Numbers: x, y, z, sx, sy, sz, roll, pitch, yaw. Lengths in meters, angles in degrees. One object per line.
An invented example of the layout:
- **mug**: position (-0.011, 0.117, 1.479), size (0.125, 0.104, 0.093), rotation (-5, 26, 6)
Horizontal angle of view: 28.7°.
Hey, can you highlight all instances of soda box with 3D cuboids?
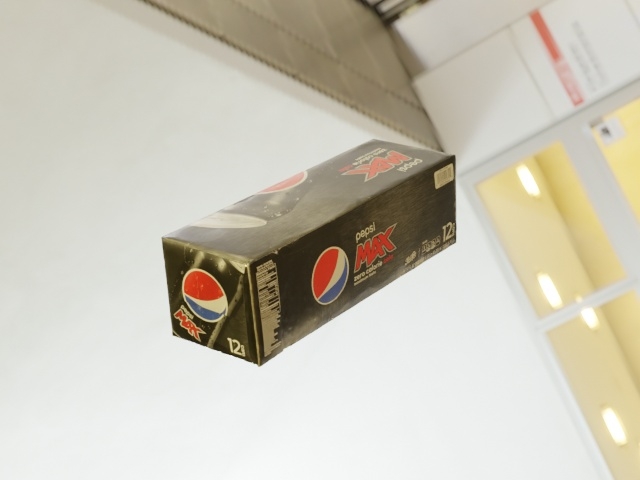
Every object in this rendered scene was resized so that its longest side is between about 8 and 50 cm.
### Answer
- **soda box**: position (0.000, 0.000, 0.627), size (0.169, 0.060, 0.053), rotation (-28, -56, -46)
